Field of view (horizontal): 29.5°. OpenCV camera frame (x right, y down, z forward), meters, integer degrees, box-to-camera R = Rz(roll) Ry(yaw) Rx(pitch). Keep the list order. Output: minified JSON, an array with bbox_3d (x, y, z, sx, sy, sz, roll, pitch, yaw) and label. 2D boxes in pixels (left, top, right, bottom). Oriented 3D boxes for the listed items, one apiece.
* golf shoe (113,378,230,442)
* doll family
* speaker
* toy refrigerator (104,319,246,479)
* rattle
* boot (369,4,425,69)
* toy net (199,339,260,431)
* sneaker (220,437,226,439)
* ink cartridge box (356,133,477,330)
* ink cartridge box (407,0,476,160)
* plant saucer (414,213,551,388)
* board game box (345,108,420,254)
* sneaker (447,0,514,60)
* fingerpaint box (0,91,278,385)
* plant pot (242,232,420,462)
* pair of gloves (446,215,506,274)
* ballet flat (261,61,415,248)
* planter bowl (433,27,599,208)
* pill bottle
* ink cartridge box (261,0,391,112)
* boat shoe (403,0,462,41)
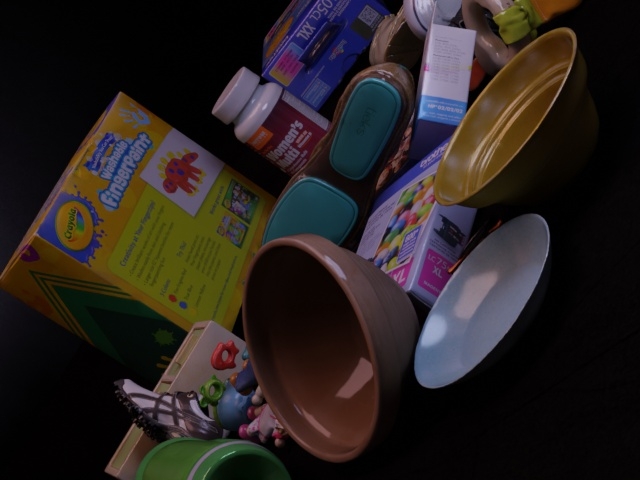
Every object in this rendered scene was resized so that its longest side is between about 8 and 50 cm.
[{"bbox_3d":[-0.210,0.247,1.737,0.094,0.198,0.077,-44,-29,-21],"label":"golf shoe"},{"bbox_3d":[-0.045,0.125,1.520,0.163,0.118,0.263,-37,23,51],"label":"doll family"},{"bbox_3d":[-0.131,0.293,1.416,0.131,0.131,0.296,-60,15,-18],"label":"speaker"},{"bbox_3d":[-0.217,0.255,1.843,0.270,0.094,0.102,-59,14,-15],"label":"toy refrigerator"},{"bbox_3d":[0.251,-0.280,1.577,0.143,0.130,0.200,-48,-15,-15],"label":"rattle"},{"bbox_3d":[0.161,-0.384,2.085,0.213,0.077,0.165,-58,12,1],"label":"boot"},{"bbox_3d":[-0.091,0.138,1.639,0.045,0.122,0.232,-1,57,49],"label":"toy net"},{"bbox_3d":[-0.120,0.284,1.578,0.031,0.035,0.083,-55,14,5],"label":"sneaker"},{"bbox_3d":[0.109,-0.005,1.437,0.186,0.065,0.311,-39,20,47],"label":"ink cartridge box"},{"bbox_3d":[0.157,-0.202,1.554,0.104,0.061,0.181,99,-179,-66],"label":"ink cartridge box"},{"bbox_3d":[0.162,0.065,1.146,0.195,0.037,0.195,-50,15,18],"label":"plant saucer"},{"bbox_3d":[0.078,-0.069,1.710,0.243,0.042,0.165,-48,16,27],"label":"board game box"},{"bbox_3d":[0.234,-0.300,1.642,0.130,0.087,0.227,-61,12,-16],"label":"sneaker"},{"bbox_3d":[-0.307,0.000,2.152,0.163,0.371,0.445,-45,18,36],"label":"fingerpaint box"},{"bbox_3d":[0.026,0.102,1.264,0.109,0.237,0.237,-15,-12,-34],"label":"plant pot"},{"bbox_3d":[0.162,0.005,1.265,0.074,0.010,0.083,-51,-14,12],"label":"pair of gloves"},{"bbox_3d":[0.032,-0.094,1.594,0.342,0.116,0.124,-63,-9,31],"label":"ballet flat"},{"bbox_3d":[0.216,-0.101,1.234,0.217,0.090,0.217,-50,16,20],"label":"planter bowl"},{"bbox_3d":[-0.073,-0.200,2.136,0.121,0.221,0.121,-51,15,19],"label":"pill bottle"},{"bbox_3d":[0.007,-0.440,2.575,0.270,0.151,0.395,-52,16,15],"label":"ink cartridge box"},{"bbox_3d":[0.270,-0.445,1.792,0.367,0.136,0.156,-49,15,-17],"label":"boat shoe"}]
